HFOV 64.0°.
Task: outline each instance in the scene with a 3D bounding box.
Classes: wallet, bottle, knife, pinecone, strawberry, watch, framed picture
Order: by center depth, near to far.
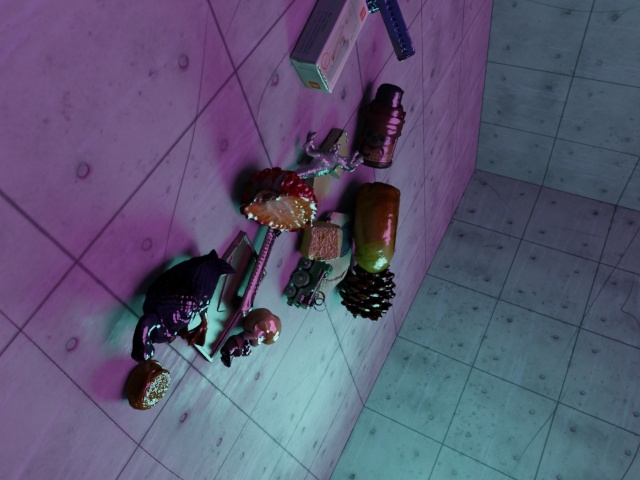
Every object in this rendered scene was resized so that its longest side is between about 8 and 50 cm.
[{"bbox_3d":[0.134,-0.622,1.259,0.274,0.068,0.276,62,7,-50],"label":"watch"},{"bbox_3d":[-0.095,-0.108,1.264,0.236,0.190,0.111,53,30,-64],"label":"strawberry"},{"bbox_3d":[-0.240,0.145,1.301,0.290,0.020,0.211,-59,154,-25],"label":"framed picture"},{"bbox_3d":[-0.139,0.032,1.368,0.089,0.043,0.365,42,65,-65],"label":"knife"},{"bbox_3d":[0.199,-0.387,1.718,0.156,0.143,0.271,1,116,-25],"label":"bottle"},{"bbox_3d":[0.049,0.053,1.796,0.275,0.068,0.335,-32,133,-65],"label":"wallet"},{"bbox_3d":[0.191,0.191,2.040,0.224,0.224,0.273,-7,118,-64],"label":"pinecone"}]

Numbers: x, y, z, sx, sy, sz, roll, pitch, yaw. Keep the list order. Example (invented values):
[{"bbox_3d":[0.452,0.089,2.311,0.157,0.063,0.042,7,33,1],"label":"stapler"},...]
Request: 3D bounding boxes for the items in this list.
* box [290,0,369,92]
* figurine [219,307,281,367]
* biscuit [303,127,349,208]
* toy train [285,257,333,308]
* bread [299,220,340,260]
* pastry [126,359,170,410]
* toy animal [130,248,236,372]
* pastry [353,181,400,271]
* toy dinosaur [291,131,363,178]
[{"bbox_3d":[0.028,-0.524,1.295,0.269,0.079,0.135,-66,157,-10],"label":"box"},{"bbox_3d":[-0.190,0.264,1.404,0.196,0.108,0.114,-39,138,-45],"label":"figurine"},{"bbox_3d":[0.015,-0.209,1.553,0.250,0.046,0.147,-58,153,-27],"label":"biscuit"},{"bbox_3d":[-0.040,0.137,1.635,0.178,0.104,0.071,-62,160,-17],"label":"toy train"},{"bbox_3d":[0.000,0.000,1.600,0.111,0.129,0.114,-129,-137,-65],"label":"bread"},{"bbox_3d":[-0.368,0.311,1.100,0.109,0.057,0.097,-42,145,-47],"label":"pastry"},{"bbox_3d":[-0.285,0.134,1.064,0.298,0.122,0.185,-58,154,-30],"label":"toy animal"},{"bbox_3d":[0.200,-0.053,1.865,0.356,0.163,0.356,8,90,-83],"label":"pastry"},{"bbox_3d":[-0.035,-0.235,1.405,0.383,0.076,0.129,-14,93,-34],"label":"toy dinosaur"}]
